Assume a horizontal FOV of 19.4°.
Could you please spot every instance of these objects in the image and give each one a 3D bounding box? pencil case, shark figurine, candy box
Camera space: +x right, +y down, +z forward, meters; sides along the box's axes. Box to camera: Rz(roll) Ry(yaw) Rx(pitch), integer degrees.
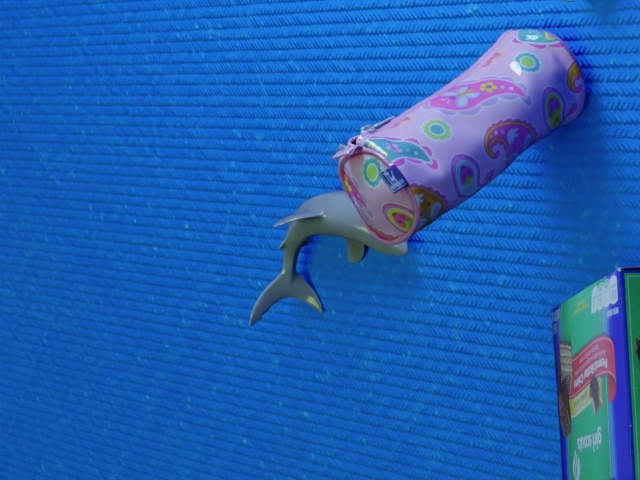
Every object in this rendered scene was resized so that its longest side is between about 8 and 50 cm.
[{"bbox_3d":[0.144,-0.111,1.919,0.124,0.284,0.124,37,146,30],"label":"pencil case"},{"bbox_3d":[-0.019,-0.007,2.319,0.278,0.116,0.166,-34,75,50],"label":"shark figurine"},{"bbox_3d":[0.313,0.200,1.805,0.268,0.122,0.317,121,146,-78],"label":"candy box"}]
